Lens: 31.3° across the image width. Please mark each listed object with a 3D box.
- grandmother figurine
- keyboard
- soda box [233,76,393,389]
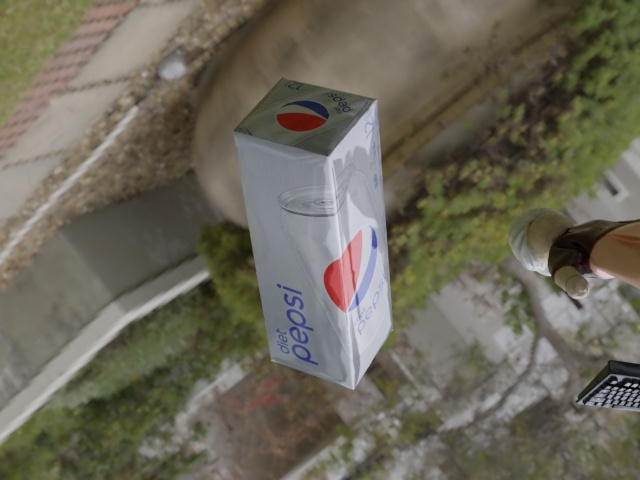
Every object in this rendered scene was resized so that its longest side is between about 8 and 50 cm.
[{"bbox_3d":[0.363,0.009,1.395,0.208,0.104,0.342,-13,-168,-31],"label":"grandmother figurine"},{"bbox_3d":[0.386,0.166,1.279,0.180,0.023,0.108,9,135,-22],"label":"keyboard"},{"bbox_3d":[0.000,0.000,1.044,0.091,0.098,0.286,-52,148,-39],"label":"soda box"}]
